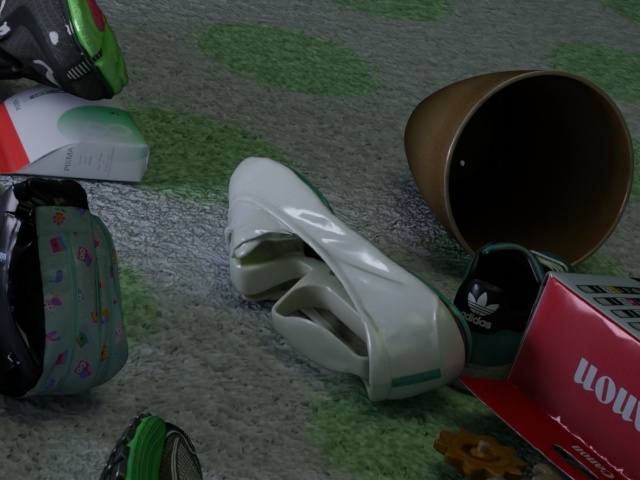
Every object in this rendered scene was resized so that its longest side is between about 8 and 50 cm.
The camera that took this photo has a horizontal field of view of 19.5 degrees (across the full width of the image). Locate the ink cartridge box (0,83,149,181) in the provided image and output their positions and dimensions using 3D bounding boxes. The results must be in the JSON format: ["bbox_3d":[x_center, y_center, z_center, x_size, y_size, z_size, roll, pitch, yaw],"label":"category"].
[{"bbox_3d":[-0.324,-0.130,2.123,0.224,0.056,0.181,5,25,-23],"label":"ink cartridge box"}]

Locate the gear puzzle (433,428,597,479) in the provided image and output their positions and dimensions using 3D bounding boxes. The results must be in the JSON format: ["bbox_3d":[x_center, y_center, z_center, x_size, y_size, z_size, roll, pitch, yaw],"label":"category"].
[{"bbox_3d":[0.224,0.257,1.598,0.339,0.044,0.175,32,22,32],"label":"gear puzzle"}]

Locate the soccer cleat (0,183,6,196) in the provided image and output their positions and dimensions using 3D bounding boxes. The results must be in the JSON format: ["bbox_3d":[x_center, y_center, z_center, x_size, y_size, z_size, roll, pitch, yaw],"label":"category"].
[{"bbox_3d":[-0.391,-0.046,1.786,0.331,0.143,0.116,19,24,11],"label":"soccer cleat"}]

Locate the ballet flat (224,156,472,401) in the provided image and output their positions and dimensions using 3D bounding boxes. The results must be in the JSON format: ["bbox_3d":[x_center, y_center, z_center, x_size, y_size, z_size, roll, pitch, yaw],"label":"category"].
[{"bbox_3d":[-0.013,0.034,1.869,0.139,0.139,0.400,-5,30,-37],"label":"ballet flat"}]

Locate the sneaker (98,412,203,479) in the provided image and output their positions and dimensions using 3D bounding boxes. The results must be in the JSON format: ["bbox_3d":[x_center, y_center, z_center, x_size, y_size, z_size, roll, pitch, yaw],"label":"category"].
[{"bbox_3d":[-0.097,0.260,1.337,0.146,0.134,0.343,13,32,-20],"label":"sneaker"}]

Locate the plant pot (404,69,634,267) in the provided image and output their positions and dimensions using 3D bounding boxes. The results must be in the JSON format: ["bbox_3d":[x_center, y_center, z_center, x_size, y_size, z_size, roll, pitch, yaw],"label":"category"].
[{"bbox_3d":[0.203,-0.099,2.180,0.237,0.237,0.254,5,11,-21],"label":"plant pot"}]

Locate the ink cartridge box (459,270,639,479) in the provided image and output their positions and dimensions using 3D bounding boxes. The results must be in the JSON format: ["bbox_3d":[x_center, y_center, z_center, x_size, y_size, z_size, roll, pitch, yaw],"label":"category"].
[{"bbox_3d":[0.329,0.156,1.723,0.272,0.130,0.309,5,23,-40],"label":"ink cartridge box"}]

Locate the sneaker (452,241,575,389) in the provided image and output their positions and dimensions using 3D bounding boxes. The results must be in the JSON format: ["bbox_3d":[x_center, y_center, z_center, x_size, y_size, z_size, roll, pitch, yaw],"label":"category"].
[{"bbox_3d":[0.212,0.053,1.938,0.108,0.121,0.302,22,25,15],"label":"sneaker"}]

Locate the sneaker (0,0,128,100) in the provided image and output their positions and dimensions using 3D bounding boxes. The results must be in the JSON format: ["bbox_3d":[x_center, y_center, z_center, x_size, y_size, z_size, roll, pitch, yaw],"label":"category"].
[{"bbox_3d":[-0.388,-0.227,2.138,0.202,0.185,0.483,-41,33,-24],"label":"sneaker"}]

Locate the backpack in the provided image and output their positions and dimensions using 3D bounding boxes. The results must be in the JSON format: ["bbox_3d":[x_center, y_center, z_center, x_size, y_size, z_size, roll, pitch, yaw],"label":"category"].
[{"bbox_3d":[-0.240,0.047,1.634,0.115,0.182,0.152,-4,-13,-30],"label":"backpack"}]
